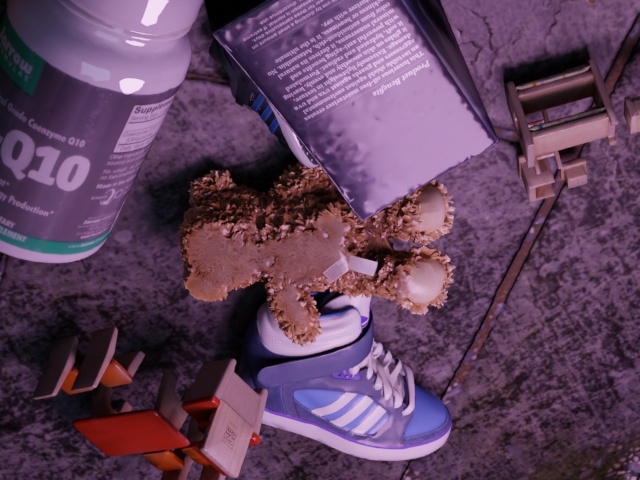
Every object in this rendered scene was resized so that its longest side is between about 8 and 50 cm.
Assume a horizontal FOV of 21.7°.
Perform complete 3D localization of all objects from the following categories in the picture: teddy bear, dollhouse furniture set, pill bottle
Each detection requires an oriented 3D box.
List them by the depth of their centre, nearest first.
[{"bbox_3d":[-0.263,-0.168,1.806,0.204,0.204,0.361,15,124,-22],"label":"pill bottle"},{"bbox_3d":[0.000,0.000,2.034,0.338,0.113,0.245,-15,109,7],"label":"teddy bear"},{"bbox_3d":[0.327,-0.144,2.039,0.182,0.101,0.161,-15,154,0],"label":"dollhouse furniture set"},{"bbox_3d":[-0.204,0.239,2.130,0.259,0.135,0.262,-13,134,37],"label":"dollhouse furniture set"}]

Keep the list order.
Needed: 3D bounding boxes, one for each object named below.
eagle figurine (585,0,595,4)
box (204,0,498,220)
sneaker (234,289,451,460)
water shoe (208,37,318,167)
[{"bbox_3d":[0.159,-0.394,1.655,0.225,0.298,0.226,-10,130,-38],"label":"eagle figurine"},{"bbox_3d":[0.019,-0.237,1.748,0.183,0.296,0.294,-29,129,12],"label":"box"},{"bbox_3d":[0.058,0.156,2.179,0.323,0.130,0.236,14,129,-15],"label":"sneaker"},{"bbox_3d":[-0.055,-0.170,1.936,0.080,0.073,0.203,8,140,41],"label":"water shoe"}]
